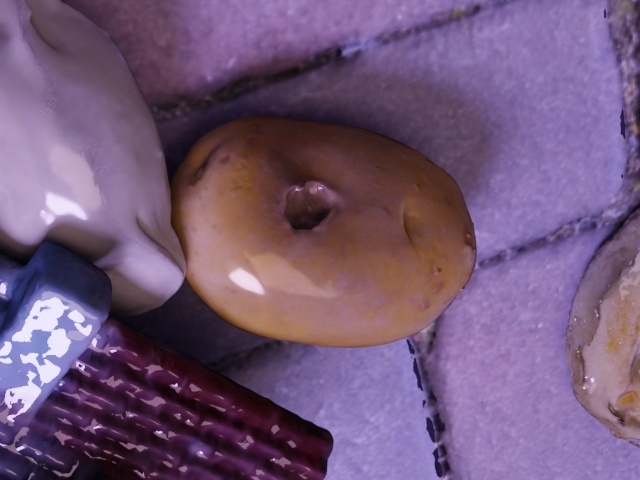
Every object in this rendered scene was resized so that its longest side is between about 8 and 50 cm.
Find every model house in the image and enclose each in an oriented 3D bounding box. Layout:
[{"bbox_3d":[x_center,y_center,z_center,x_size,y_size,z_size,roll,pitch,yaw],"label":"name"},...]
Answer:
[{"bbox_3d":[-0.167,0.189,0.709,0.360,0.297,0.339,33,109,-27],"label":"model house"}]

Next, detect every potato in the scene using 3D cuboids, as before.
[{"bbox_3d":[0.000,0.000,0.776,0.233,0.150,0.146,10,132,-21],"label":"potato"}]

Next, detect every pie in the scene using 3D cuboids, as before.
[{"bbox_3d":[0.343,0.070,0.975,0.274,0.055,0.274,-7,118,-14],"label":"pie"}]

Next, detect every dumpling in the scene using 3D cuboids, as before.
[{"bbox_3d":[-0.178,-0.059,0.691,0.162,0.132,0.250,-13,106,31],"label":"dumpling"}]
